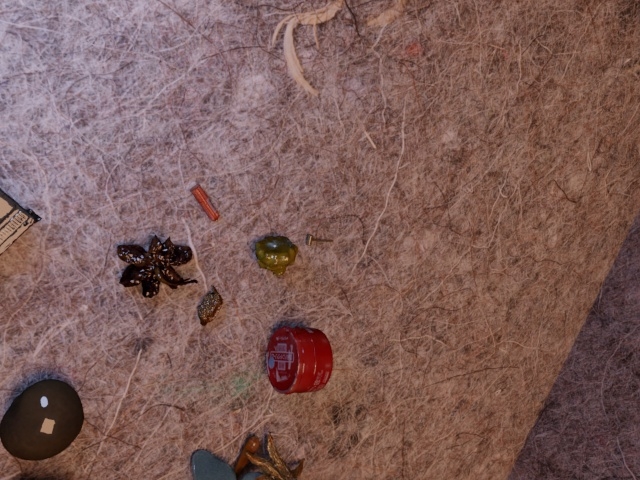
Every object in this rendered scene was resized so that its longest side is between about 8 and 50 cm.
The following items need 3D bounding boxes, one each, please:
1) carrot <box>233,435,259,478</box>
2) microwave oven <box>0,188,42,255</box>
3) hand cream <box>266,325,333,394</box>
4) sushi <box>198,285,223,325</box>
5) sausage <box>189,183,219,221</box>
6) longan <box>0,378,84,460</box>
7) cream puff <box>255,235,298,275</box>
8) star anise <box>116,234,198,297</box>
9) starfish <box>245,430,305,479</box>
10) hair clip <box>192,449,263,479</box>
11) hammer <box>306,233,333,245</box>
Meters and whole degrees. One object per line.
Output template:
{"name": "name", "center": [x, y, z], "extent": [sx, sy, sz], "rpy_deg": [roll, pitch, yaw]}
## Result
{"name": "carrot", "center": [-0.281, 0.801, 1.930], "extent": [0.048, 0.048, 0.216], "rpy_deg": [25, 97, -35]}
{"name": "microwave oven", "center": [-0.817, -0.077, 1.232], "extent": [0.178, 0.188, 0.247], "rpy_deg": [-49, 120, -15]}
{"name": "hand cream", "center": [-0.072, 0.407, 1.816], "extent": [0.149, 0.230, 0.230], "rpy_deg": [10, 100, -32]}
{"name": "sushi", "center": [-0.350, 0.207, 1.687], "extent": [0.120, 0.052, 0.055], "rpy_deg": [-57, 140, 0]}
{"name": "sausage", "center": [-0.341, -0.107, 1.597], "extent": [0.034, 0.034, 0.129], "rpy_deg": [-39, 122, -15]}
{"name": "longan", "center": [-0.749, 0.487, 1.453], "extent": [0.197, 0.196, 0.220], "rpy_deg": [30, 84, -35]}
{"name": "cream puff", "center": [-0.144, 0.056, 1.718], "extent": [0.146, 0.146, 0.116], "rpy_deg": [-16, 130, -26]}
{"name": "star anise", "center": [-0.467, 0.072, 1.529], "extent": [0.220, 0.126, 0.190], "rpy_deg": [-15, 110, -23]}
{"name": "starfish", "center": [-0.146, 0.827, 1.915], "extent": [0.084, 0.301, 0.293], "rpy_deg": [-31, 112, 23]}
{"name": "hair clip", "center": [-0.330, 0.963, 1.816], "extent": [0.318, 0.392, 0.238], "rpy_deg": [20, 121, -33]}
{"name": "hammer", "center": [0.000, 0.000, 1.849], "extent": [0.110, 0.019, 0.035], "rpy_deg": [3, 105, -34]}
